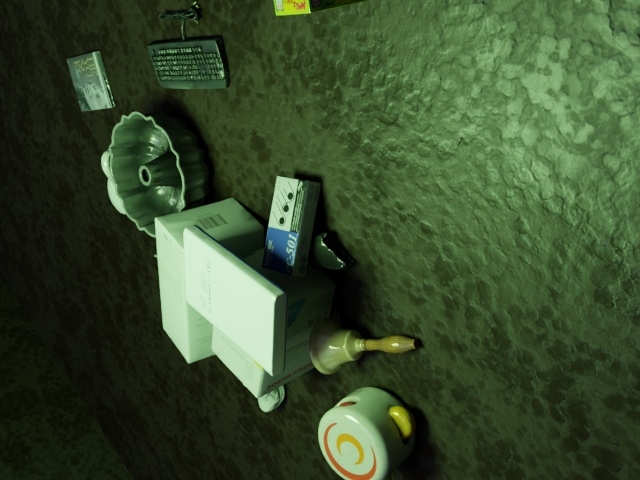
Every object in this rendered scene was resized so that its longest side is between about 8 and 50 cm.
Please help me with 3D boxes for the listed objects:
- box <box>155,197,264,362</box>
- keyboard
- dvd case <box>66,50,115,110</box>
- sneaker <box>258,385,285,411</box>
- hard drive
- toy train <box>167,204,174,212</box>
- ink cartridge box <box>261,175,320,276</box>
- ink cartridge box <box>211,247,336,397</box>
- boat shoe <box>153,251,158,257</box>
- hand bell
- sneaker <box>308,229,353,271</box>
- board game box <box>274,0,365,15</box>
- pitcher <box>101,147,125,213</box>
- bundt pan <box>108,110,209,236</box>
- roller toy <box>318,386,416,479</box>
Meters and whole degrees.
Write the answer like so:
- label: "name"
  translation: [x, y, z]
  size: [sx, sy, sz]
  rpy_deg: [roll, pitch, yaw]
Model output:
- label: "box"
  translation: [-0.273, 0.099, 1.993]
  size: [0.168, 0.215, 0.345]
  rpy_deg: [41, 138, 44]
- label: "keyboard"
  translation: [-0.331, -0.463, 1.925]
  size: [0.317, 0.033, 0.201]
  rpy_deg: [11, 118, 48]
- label: "dvd case"
  translation: [-0.687, -0.472, 2.385]
  size: [0.221, 0.018, 0.164]
  rpy_deg: [7, 114, 50]
- label: "sneaker"
  translation: [-0.159, 0.367, 2.098]
  size: [0.090, 0.115, 0.232]
  rpy_deg: [32, 132, 38]
- label: "hard drive"
  translation: [-0.188, 0.124, 1.724]
  size: [0.319, 0.040, 0.210]
  rpy_deg: [33, 133, 37]
- label: "toy train"
  translation: [-0.427, -0.065, 2.263]
  size: [0.166, 0.046, 0.125]
  rpy_deg: [19, 125, 49]
- label: "ink cartridge box"
  translation: [-0.064, -0.032, 1.740]
  size: [0.097, 0.046, 0.206]
  rpy_deg: [14, 96, 42]
- label: "ink cartridge box"
  translation: [-0.116, 0.183, 1.870]
  size: [0.197, 0.198, 0.270]
  rpy_deg: [39, 136, 32]
- label: "boat shoe"
  translation: [-0.416, 0.037, 2.309]
  size: [0.206, 0.075, 0.064]
  rpy_deg: [1, 67, 57]
- label: "hand bell"
  translation: [0.105, 0.223, 1.717]
  size: [0.242, 0.126, 0.126]
  rpy_deg: [-9, 102, 41]
- label: "sneaker"
  translation: [-0.002, 0.000, 1.752]
  size: [0.089, 0.051, 0.170]
  rpy_deg: [-43, 70, 42]
- label: "board game box"
  translation: [0.018, -0.423, 1.370]
  size: [0.092, 0.181, 0.043]
  rpy_deg: [14, 119, 48]
- label: "pitcher"
  translation: [-0.554, -0.174, 2.252]
  size: [0.126, 0.178, 0.207]
  rpy_deg: [6, 115, 19]
- label: "bundt pan"
  translation: [-0.407, -0.179, 2.083]
  size: [0.331, 0.124, 0.330]
  rpy_deg: [17, 116, 41]
- label: "roller toy"
  translation: [0.106, 0.427, 1.769]
  size: [0.191, 0.146, 0.209]
  rpy_deg: [29, 125, 28]
